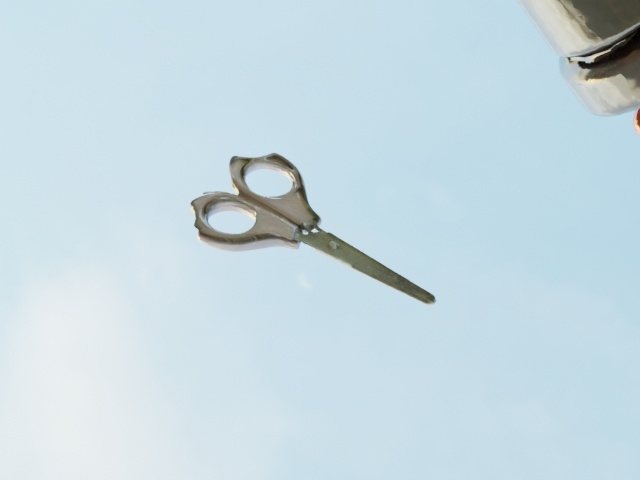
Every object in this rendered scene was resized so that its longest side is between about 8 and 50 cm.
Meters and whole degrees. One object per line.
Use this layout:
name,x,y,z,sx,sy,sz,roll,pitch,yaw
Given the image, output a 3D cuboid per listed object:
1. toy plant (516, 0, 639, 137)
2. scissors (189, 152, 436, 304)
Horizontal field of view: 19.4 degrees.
toy plant,0.279,-0.150,1.342,0.279,0.400,0.185,-31,-158,36
scissors,0.000,0.000,1.323,0.189,0.015,0.100,28,-127,18
